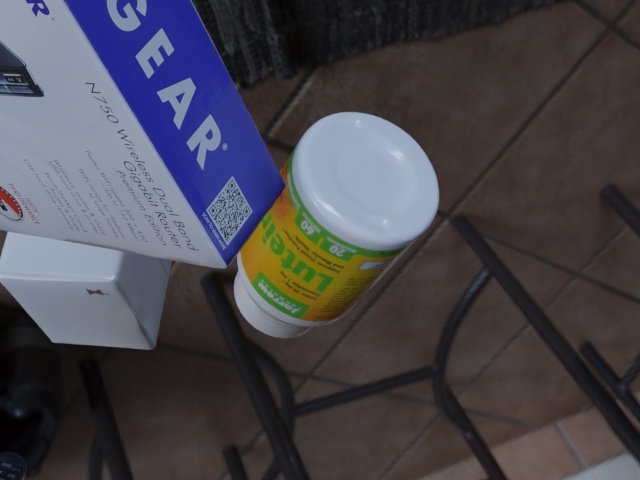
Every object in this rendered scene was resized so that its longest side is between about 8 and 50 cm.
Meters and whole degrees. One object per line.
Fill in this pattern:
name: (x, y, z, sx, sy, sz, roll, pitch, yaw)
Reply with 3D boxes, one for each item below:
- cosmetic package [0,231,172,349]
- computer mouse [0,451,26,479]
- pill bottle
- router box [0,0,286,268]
cosmetic package: (-0.292, -0.099, 1.348, 0.162, 0.453, 0.230, 3, 152, 6)
computer mouse: (-0.535, 0.429, 1.486, 0.071, 0.242, 0.041, 16, 128, 9)
pill bottle: (0.000, 0.000, 0.910, 0.136, 0.136, 0.245, -2, 152, -26)
router box: (-0.218, -0.141, 0.612, 0.082, 0.301, 0.335, -56, 136, -31)
